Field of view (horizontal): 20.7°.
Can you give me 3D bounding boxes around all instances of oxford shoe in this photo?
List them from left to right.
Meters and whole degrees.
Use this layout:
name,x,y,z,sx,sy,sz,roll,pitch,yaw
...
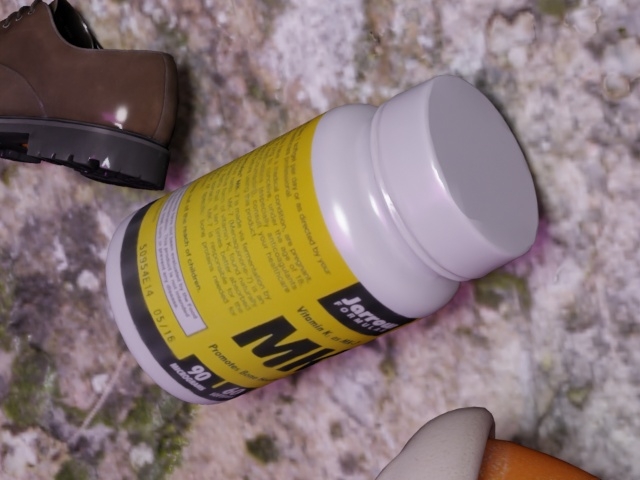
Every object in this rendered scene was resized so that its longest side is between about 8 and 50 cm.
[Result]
name,x,y,z,sx,sy,sz,roll,pitch,yaw
oxford shoe,-0.172,-0.093,1.014,0.227,0.083,0.096,12,86,27

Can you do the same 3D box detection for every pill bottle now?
name,x,y,z,sx,sy,sz,roll,pitch,yaw
pill bottle,0.000,0.000,0.914,0.208,0.119,0.119,-26,92,32

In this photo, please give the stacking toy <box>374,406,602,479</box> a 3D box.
name,x,y,z,sx,sy,sz,roll,pitch,yaw
stacking toy,0.237,0.280,0.804,0.480,0.350,0.350,8,109,9
